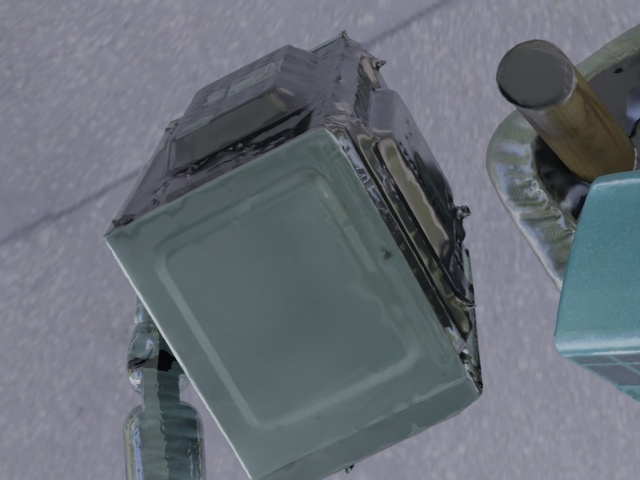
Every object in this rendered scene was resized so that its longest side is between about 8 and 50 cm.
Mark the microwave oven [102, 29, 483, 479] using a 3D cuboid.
[{"bbox_3d":[0.000,0.000,1.175,0.181,0.295,0.237,-26,104,12],"label":"microwave oven"}]

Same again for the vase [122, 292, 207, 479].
[{"bbox_3d":[-0.115,0.128,1.239,0.060,0.060,0.211,-9,71,9],"label":"vase"}]

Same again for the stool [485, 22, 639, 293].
[{"bbox_3d":[0.311,-0.065,1.328,0.310,0.226,0.310,-34,73,0],"label":"stool"}]

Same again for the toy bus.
[{"bbox_3d":[0.257,0.024,0.884,0.147,0.256,0.128,28,68,-32],"label":"toy bus"}]
